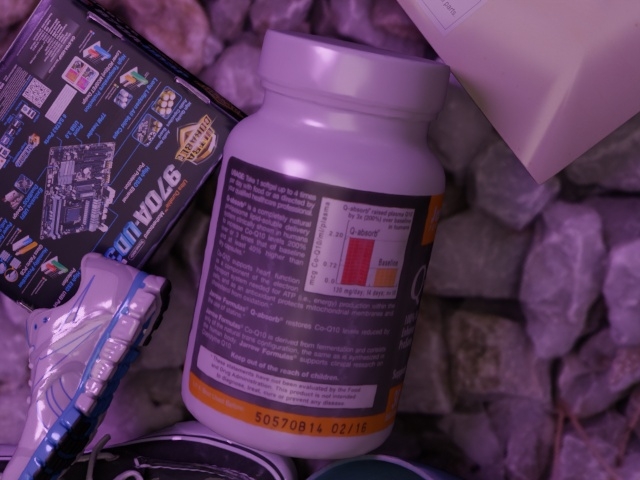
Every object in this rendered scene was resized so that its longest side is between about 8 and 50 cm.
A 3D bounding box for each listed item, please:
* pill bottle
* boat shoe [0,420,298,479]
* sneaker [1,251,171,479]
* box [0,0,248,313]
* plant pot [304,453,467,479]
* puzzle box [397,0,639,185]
[{"bbox_3d":[0.000,0.000,0.840,0.162,0.162,0.279,12,102,1],"label":"pill bottle"},{"bbox_3d":[-0.172,0.206,0.919,0.306,0.105,0.113,2,101,3],"label":"boat shoe"},{"bbox_3d":[-0.189,0.095,0.865,0.082,0.071,0.191,29,82,8],"label":"sneaker"},{"bbox_3d":[-0.186,-0.055,0.897,0.175,0.051,0.220,36,101,-4],"label":"box"},{"bbox_3d":[0.100,0.311,0.862,0.195,0.290,0.290,14,104,-36],"label":"plant pot"},{"bbox_3d":[0.140,-0.281,0.834,0.272,0.052,0.409,-37,97,10],"label":"puzzle box"}]
